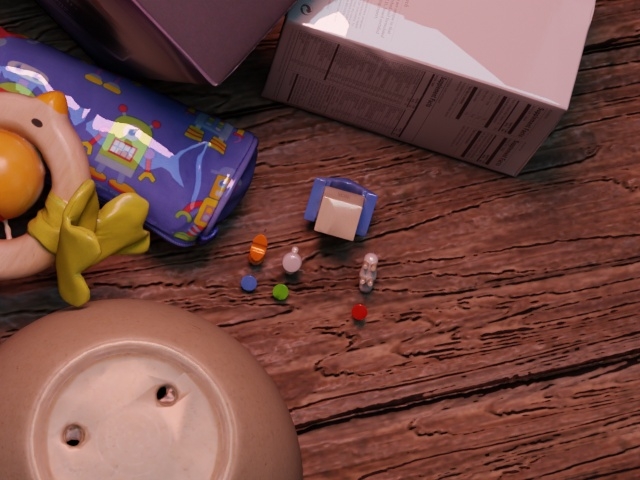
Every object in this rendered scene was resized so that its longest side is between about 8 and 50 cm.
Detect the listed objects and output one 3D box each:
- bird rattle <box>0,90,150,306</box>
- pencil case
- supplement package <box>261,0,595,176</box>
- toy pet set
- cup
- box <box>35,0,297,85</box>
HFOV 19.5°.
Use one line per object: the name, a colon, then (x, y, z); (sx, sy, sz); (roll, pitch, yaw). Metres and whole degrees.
bird rattle: (-0.280, -0.025, 1.631); (0.253, 0.143, 0.207); (-10, 90, 20)
pencil case: (-0.212, -0.095, 1.700); (0.306, 0.119, 0.133); (23, 79, -2)
supplement package: (0.105, -0.213, 1.741); (0.262, 0.198, 0.199); (17, 72, -3)
toy pet set: (0.000, 0.000, 1.750); (0.122, 0.065, 0.114); (16, 107, -1)
cup: (-0.162, 0.188, 1.568); (0.331, 0.237, 0.331); (2, 74, -9)
box: (-0.183, -0.296, 1.615); (0.296, 0.294, 0.183); (45, 77, -21)
